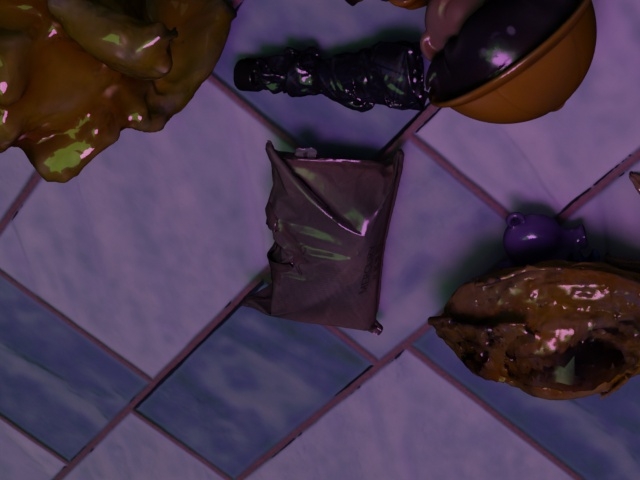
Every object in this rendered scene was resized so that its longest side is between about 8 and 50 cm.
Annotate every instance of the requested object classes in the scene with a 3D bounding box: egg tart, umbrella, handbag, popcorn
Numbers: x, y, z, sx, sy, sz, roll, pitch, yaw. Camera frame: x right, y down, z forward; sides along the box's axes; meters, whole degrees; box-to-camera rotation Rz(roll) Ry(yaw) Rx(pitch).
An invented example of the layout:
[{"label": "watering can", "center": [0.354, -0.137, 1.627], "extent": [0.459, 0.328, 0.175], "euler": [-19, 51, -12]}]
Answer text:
[{"label": "egg tart", "center": [0.267, 0.123, 1.216], "extent": [0.297, 0.132, 0.297], "euler": [7, 154, 4]}, {"label": "umbrella", "center": [0.011, -0.181, 1.165], "extent": [0.224, 0.071, 0.080], "euler": [3, 114, 22]}, {"label": "handbag", "center": [0.000, 0.000, 1.262], "extent": [0.183, 0.117, 0.270], "euler": [4, 126, -3]}, {"label": "popcorn", "center": [-0.253, -0.207, 1.111], "extent": [0.321, 0.326, 0.290], "euler": [58, 138, 29]}]

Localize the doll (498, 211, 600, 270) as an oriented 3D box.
[{"label": "doll", "center": [0.276, 0.032, 1.236], "extent": [0.110, 0.067, 0.206], "euler": [-29, 124, 24]}]

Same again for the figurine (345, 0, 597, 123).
[{"label": "figurine", "center": [0.151, -0.227, 1.035], "extent": [0.192, 0.167, 0.257], "euler": [-46, 76, 4]}]

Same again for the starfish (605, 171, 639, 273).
[{"label": "starfish", "center": [0.446, 0.027, 1.198], "extent": [0.277, 0.062, 0.236], "euler": [29, 132, -9]}]
